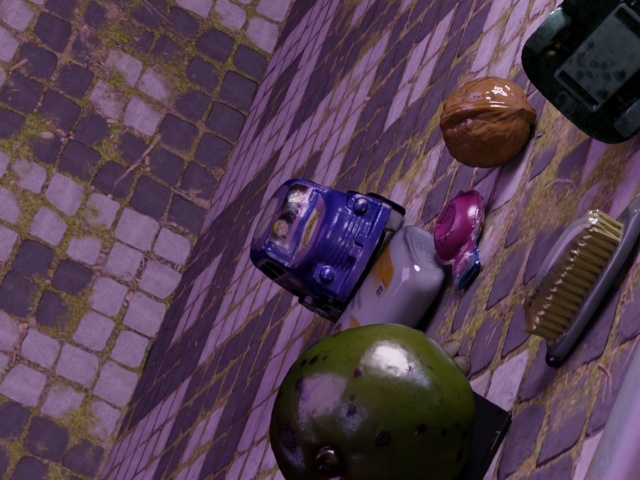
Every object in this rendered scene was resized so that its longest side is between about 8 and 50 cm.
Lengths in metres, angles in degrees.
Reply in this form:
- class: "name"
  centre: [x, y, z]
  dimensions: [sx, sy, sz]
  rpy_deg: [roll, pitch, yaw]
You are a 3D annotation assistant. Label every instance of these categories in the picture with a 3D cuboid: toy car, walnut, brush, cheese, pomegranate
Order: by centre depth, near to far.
- class: "brush"
  centre: [0.257, -0.020, 1.690]
  dimensions: [0.296, 0.060, 0.068]
  rpy_deg: [-59, 10, 18]
- class: "toy car"
  centre: [0.312, -0.218, 1.731]
  dimensions: [0.125, 0.136, 0.306]
  rpy_deg: [-45, -3, -44]
- class: "pomegranate"
  centre: [0.063, 0.165, 1.819]
  dimensions: [0.248, 0.202, 0.202]
  rpy_deg: [-28, -22, -53]
- class: "cheese"
  centre: [0.157, -0.004, 2.135]
  dimensions: [0.095, 0.038, 0.145]
  rpy_deg: [-55, 23, 32]
- class: "walnut"
  centre: [0.189, -0.133, 2.144]
  dimensions: [0.124, 0.105, 0.105]
  rpy_deg: [-13, 50, 55]
- class: "toy car"
  centre: [0.000, 0.000, 2.504]
  dimensions: [0.172, 0.158, 0.235]
  rpy_deg: [-65, 12, -7]

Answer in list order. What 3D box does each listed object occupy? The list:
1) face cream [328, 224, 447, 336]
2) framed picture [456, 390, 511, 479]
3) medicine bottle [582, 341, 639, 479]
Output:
- class: "face cream"
  centre: [0.050, 0.122, 2.238]
  dimensions: [0.291, 0.071, 0.144]
  rpy_deg: [-58, 14, 24]
- class: "framed picture"
  centre: [0.087, 0.259, 1.929]
  dimensions: [0.255, 0.014, 0.339]
  rpy_deg: [-63, 12, -1]
- class: "medicine bottle"
  centre: [0.260, 0.099, 1.328]
  dimensions: [0.426, 0.108, 0.108]
  rpy_deg: [-66, 12, -8]
